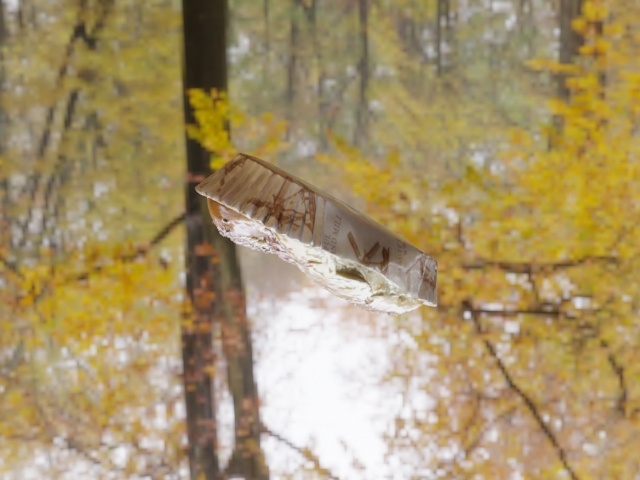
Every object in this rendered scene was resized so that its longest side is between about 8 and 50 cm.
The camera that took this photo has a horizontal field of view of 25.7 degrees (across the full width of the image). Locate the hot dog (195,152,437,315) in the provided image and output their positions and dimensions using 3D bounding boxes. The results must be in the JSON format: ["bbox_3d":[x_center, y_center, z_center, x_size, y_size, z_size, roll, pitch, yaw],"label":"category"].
[{"bbox_3d":[0.000,0.000,0.803,0.099,0.053,0.192,26,-179,33],"label":"hot dog"}]
